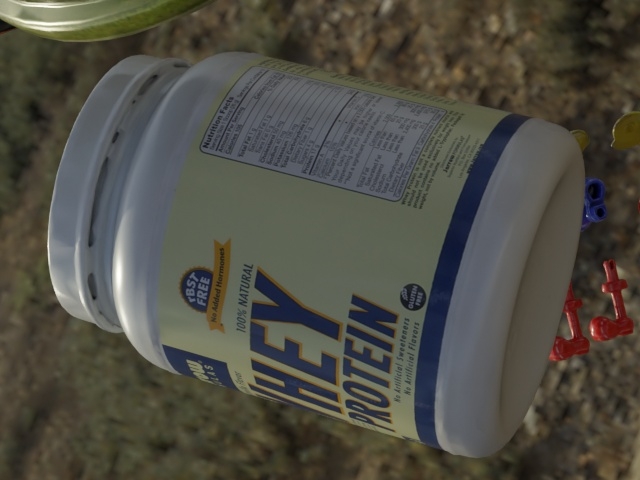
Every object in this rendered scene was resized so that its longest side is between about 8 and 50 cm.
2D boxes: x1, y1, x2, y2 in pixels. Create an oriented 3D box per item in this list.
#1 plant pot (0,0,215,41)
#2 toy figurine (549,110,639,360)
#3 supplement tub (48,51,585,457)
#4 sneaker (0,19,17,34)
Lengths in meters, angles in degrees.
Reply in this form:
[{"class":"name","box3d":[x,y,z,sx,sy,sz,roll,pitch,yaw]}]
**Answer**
[{"class":"plant pot","box3d":[-0.140,-0.285,0.420,0.366,0.353,0.366,-27,51,40]},{"class":"toy figurine","box3d":[0.158,0.011,1.617,0.217,0.363,0.191,-6,99,65]},{"class":"supplement tub","box3d":[0.000,0.000,1.243,0.325,0.235,0.235,14,79,17]},{"class":"sneaker","box3d":[-0.194,-0.192,1.111,0.127,0.321,0.126,-22,92,36]}]
